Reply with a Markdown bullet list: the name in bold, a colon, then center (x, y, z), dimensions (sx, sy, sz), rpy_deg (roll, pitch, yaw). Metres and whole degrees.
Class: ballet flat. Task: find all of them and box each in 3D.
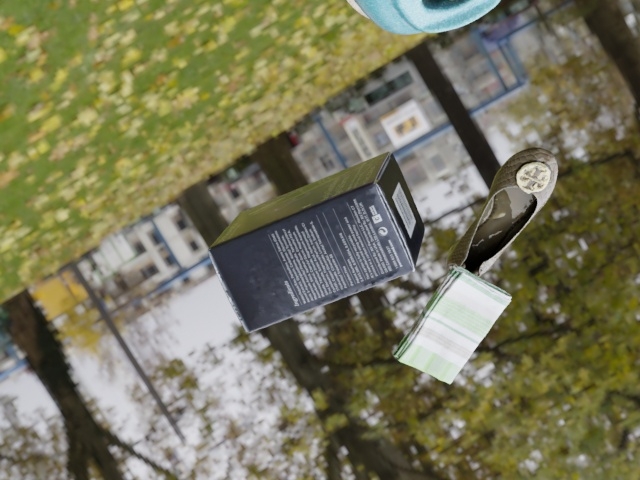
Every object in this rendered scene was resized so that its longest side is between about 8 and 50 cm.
- **ballet flat**: center (0.249, -0.026, 1.564), dimensions (0.250, 0.084, 0.058), rpy_deg (-56, -168, 37)

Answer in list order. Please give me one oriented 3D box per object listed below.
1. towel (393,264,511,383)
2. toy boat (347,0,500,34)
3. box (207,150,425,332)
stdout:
- **towel**: center (0.181, 0.118, 1.523), dimensions (0.152, 0.113, 0.023), rpy_deg (-57, -150, 9)
- **toy boat**: center (0.158, -0.273, 0.903), dimensions (0.318, 0.148, 0.267), rpy_deg (-25, 162, 6)
- **box**: center (0.000, 0.000, 1.256), dimensions (0.207, 0.108, 0.153), rpy_deg (-21, -168, 14)
